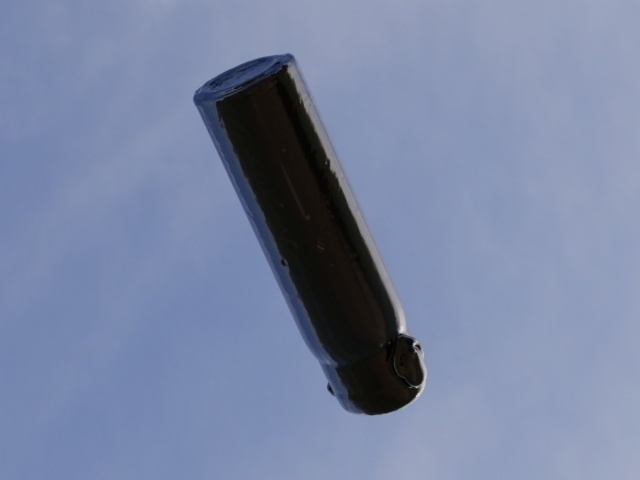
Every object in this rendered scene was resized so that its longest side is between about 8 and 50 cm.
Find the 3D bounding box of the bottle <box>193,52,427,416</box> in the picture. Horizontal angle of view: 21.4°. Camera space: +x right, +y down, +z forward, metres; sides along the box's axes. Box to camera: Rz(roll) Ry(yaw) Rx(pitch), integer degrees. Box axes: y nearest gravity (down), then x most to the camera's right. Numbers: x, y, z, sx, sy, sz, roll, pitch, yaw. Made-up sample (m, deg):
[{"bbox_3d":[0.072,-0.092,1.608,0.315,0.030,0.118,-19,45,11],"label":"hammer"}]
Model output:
[{"bbox_3d":[0.000,0.000,1.101,0.072,0.082,0.244,-39,-66,-40],"label":"bottle"}]
